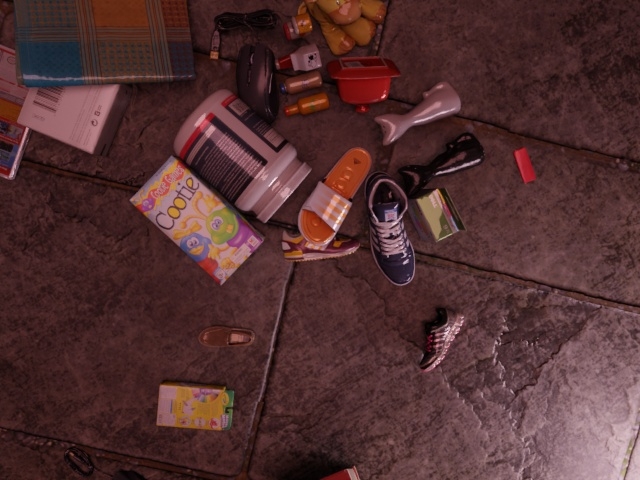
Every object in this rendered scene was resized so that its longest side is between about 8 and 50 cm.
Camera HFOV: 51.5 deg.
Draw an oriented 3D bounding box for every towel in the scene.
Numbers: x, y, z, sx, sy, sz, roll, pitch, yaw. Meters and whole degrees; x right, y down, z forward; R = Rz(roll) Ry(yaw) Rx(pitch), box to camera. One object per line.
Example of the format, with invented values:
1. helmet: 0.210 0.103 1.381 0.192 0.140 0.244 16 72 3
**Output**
1. towel: -0.472 -0.458 1.456 0.370 0.040 0.271 -5 73 -16

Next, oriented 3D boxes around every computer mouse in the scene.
1. computer mouse: -0.520 0.579 1.620 0.242 0.041 0.071 29 94 -4
2. computer mouse: -0.184 -0.395 1.522 0.184 0.060 0.262 12 113 23

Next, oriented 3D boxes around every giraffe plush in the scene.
1. giraffe plush: 0.043 -0.534 1.487 0.210 0.170 0.181 31 93 -5

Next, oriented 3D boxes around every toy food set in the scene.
1. toy food set: -0.057 -0.403 1.509 0.104 0.111 0.232 -17 134 -1

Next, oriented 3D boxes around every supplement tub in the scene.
1. supplement tub: -0.175 -0.189 1.495 0.272 0.191 0.191 41 92 -5

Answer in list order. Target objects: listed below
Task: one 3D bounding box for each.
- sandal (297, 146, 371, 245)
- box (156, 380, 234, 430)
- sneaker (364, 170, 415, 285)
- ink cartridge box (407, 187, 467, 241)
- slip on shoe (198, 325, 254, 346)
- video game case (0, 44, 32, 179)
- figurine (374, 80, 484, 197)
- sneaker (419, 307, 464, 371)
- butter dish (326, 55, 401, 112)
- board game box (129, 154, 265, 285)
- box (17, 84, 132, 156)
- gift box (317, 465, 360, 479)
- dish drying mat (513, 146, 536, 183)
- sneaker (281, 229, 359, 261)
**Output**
1. sandal: 0.034 -0.115 1.545 0.102 0.076 0.265 30 79 1
2. box: -0.302 0.401 1.616 0.179 0.043 0.105 6 94 -1
3. sneaker: 0.164 -0.022 1.546 0.099 0.153 0.282 -14 96 -1
4. ink cartridge box: 0.256 -0.059 1.519 0.062 0.209 0.109 -26 95 -3
5. slip on shoe: -0.227 0.236 1.605 0.135 0.041 0.051 4 95 -3
6. video game case: -0.764 -0.309 1.538 0.204 0.025 0.285 21 93 -5
7. figurine: 0.245 -0.232 1.541 0.209 0.092 0.215 -27 95 -14
8. sneaker: 0.278 0.237 1.622 0.075 0.063 0.170 31 88 -5
9. butter dish: 0.097 -0.354 1.532 0.160 0.160 0.118 -2 118 -3
10. board game box: -0.277 -0.049 1.527 0.275 0.142 0.144 43 91 -6
11. box: -0.551 -0.307 1.502 0.182 0.119 0.181 22 93 -5
12. gift box: 0.010 0.694 1.538 0.255 0.258 0.276 -18 71 2
13. dish drying mat: 0.499 -0.184 1.622 0.032 0.008 0.083 -22 97 0
14. sneaker: 0.000 0.000 1.583 0.185 0.069 0.084 -8 96 -4
